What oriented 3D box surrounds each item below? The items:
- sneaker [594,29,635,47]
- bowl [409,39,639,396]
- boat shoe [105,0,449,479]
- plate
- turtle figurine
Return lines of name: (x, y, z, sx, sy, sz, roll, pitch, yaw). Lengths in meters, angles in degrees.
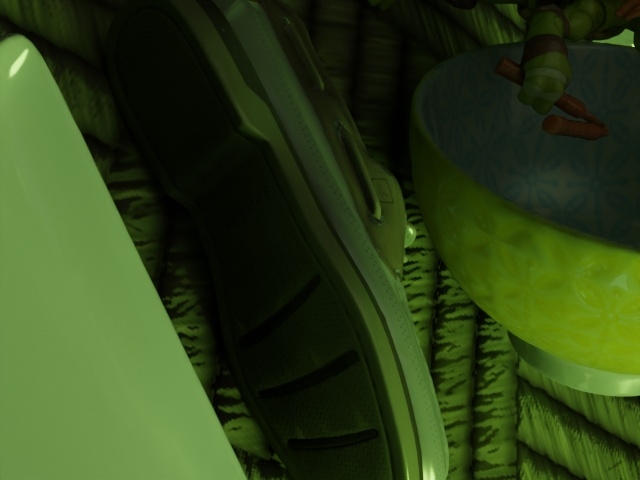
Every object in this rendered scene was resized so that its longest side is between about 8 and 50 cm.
sneaker: (0.220, -0.219, 1.144, 0.235, 0.090, 0.095, 46, 31, -28)
bowl: (0.187, 0.002, 0.904, 0.289, 0.289, 0.156, -37, 142, -50)
boat shoe: (0.000, 0.000, 0.756, 0.103, 0.113, 0.302, -21, 87, -45)
plate: (-0.137, 0.099, 0.558, 0.277, 0.045, 0.278, 67, 32, -25)
turtle figurine: (0.141, -0.152, 0.912, 0.269, 0.217, 0.087, -37, 139, -44)
